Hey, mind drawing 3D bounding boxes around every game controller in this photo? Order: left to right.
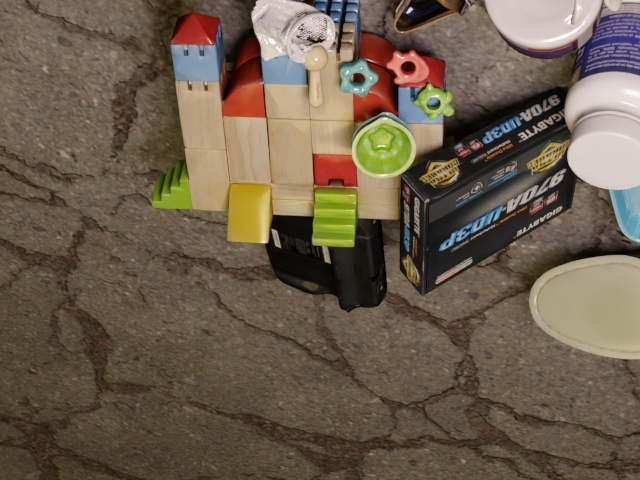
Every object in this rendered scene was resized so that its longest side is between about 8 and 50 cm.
[{"bbox_3d":[0.000,0.000,1.897,0.166,0.067,0.319,26,160,15],"label":"game controller"}]

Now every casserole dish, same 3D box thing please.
[{"bbox_3d":[0.388,-0.059,1.688,0.114,0.037,0.188,1,143,24],"label":"casserole dish"}]

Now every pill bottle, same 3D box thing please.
[{"bbox_3d":[0.213,-0.227,1.409,0.108,0.108,0.193,13,-176,9],"label":"pill bottle"},{"bbox_3d":[0.301,-0.147,1.474,0.112,0.187,0.112,13,145,9],"label":"pill bottle"}]

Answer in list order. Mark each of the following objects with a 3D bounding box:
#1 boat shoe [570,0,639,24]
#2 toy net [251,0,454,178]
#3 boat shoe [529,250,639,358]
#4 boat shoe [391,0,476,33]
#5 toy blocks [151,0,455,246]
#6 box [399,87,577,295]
[{"bbox_3d":[0.262,-0.243,1.237,0.367,0.156,0.136,51,171,22],"label":"boat shoe"},{"bbox_3d":[0.029,-0.171,1.518,0.122,0.045,0.232,-38,115,21],"label":"toy net"},{"bbox_3d":[0.426,0.066,1.783,0.340,0.113,0.127,-9,93,22],"label":"boat shoe"},{"bbox_3d":[0.140,-0.259,1.501,0.066,0.066,0.183,33,143,-20],"label":"boat shoe"},{"bbox_3d":[-0.005,-0.153,1.646,0.381,0.191,0.261,3,135,6],"label":"toy blocks"},{"bbox_3d":[0.188,-0.053,1.652,0.051,0.220,0.175,50,158,31],"label":"box"}]
